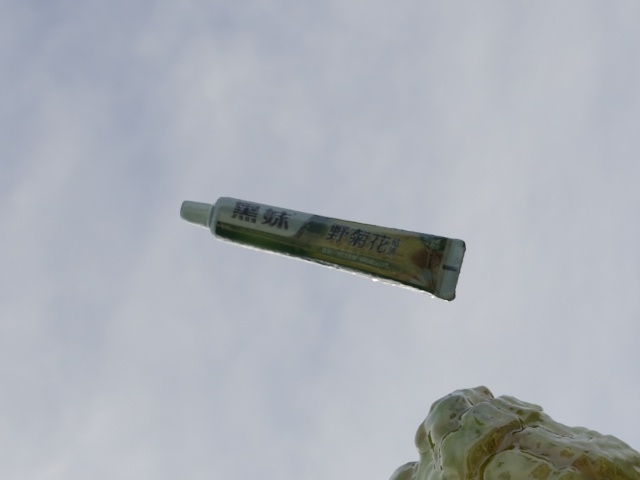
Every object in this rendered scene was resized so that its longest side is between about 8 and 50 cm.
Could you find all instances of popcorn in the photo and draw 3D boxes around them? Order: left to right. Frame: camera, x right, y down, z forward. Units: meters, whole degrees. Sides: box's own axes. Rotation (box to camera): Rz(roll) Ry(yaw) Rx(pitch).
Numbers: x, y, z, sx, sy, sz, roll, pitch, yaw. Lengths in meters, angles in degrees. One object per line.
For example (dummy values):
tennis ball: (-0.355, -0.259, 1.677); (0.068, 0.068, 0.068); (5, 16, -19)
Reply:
popcorn: (0.170, 0.301, 1.744); (0.292, 0.293, 0.334); (-46, -17, -18)

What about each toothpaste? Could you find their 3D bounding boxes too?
toothpaste: (0.000, 0.000, 1.341); (0.031, 0.204, 0.049); (92, -168, -65)
